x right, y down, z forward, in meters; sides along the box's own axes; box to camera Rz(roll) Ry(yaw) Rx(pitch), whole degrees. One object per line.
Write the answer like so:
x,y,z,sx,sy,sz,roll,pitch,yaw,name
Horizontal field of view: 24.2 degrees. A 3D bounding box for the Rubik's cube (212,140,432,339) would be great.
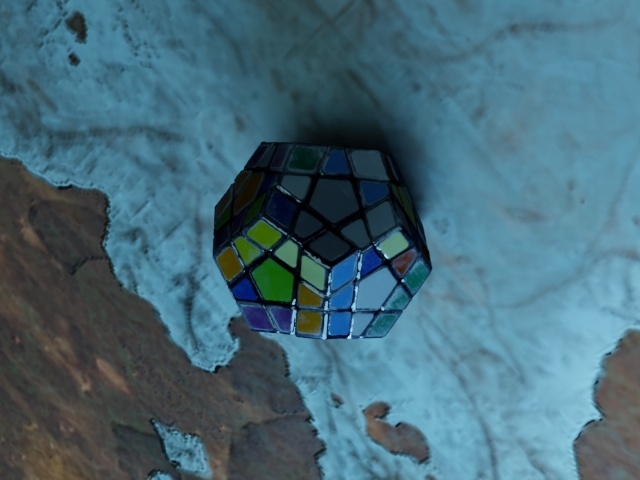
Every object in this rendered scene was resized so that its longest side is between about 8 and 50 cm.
0.000,0.000,0.726,0.111,0.111,0.093,35,157,9,Rubik's cube
